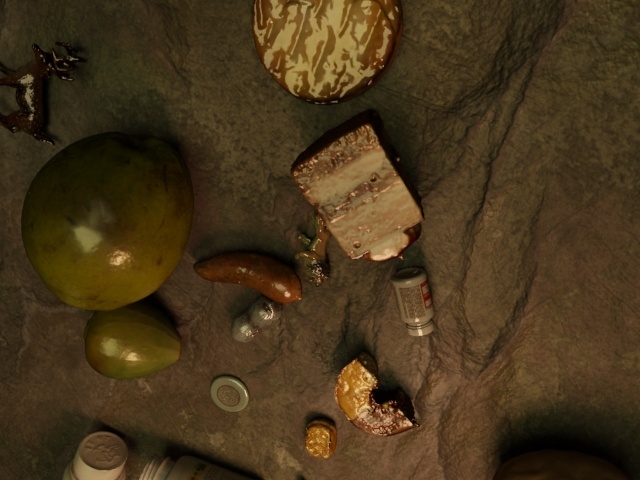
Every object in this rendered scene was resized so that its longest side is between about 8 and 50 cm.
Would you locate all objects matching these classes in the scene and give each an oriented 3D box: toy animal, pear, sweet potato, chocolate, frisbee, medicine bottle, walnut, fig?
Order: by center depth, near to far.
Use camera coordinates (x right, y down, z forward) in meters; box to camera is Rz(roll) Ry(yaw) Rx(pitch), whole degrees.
[{"bbox_3d":[0.547,0.640,1.162,0.380,0.381,0.382,4,109,12],"label":"walnut"},{"bbox_3d":[-0.462,-0.041,1.175,0.351,0.352,0.414,28,102,3],"label":"pear"},{"bbox_3d":[0.210,0.137,1.201,0.079,0.079,0.140,-11,105,16],"label":"medicine bottle"},{"bbox_3d":[-0.017,-0.003,1.218,0.086,0.069,0.220,-1,114,-9],"label":"toy animal"},{"bbox_3d":[-0.665,-0.354,1.256,0.259,0.087,0.244,12,124,7],"label":"toy animal"},{"bbox_3d":[-0.169,0.073,1.269,0.291,0.097,0.098,15,111,17],"label":"sweet potato"},{"bbox_3d":[-0.154,0.188,1.308,0.072,0.072,0.167,46,113,-4],"label":"chocolate"},{"bbox_3d":[-0.471,0.248,1.345,0.230,0.207,0.207,31,117,-35],"label":"fig"},{"bbox_3d":[-0.242,0.408,1.431,0.110,0.014,0.110,4,109,12],"label":"frisbee"},{"bbox_3d":[-0.323,0.685,1.453,0.323,0.179,0.124,19,111,6],"label":"medicine bottle"},{"bbox_3d":[-0.653,0.701,1.542,0.170,0.170,0.293,26,111,4],"label":"medicine bottle"}]

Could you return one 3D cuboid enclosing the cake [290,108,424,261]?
[{"bbox_3d":[0.098,-0.097,1.095,0.196,0.199,0.293,-31,103,15],"label":"cake"}]

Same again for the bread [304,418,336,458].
[{"bbox_3d":[0.000,0.512,1.394,0.083,0.044,0.111,6,112,12],"label":"bread"}]

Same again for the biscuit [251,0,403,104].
[{"bbox_3d":[0.012,-0.418,1.054,0.296,0.102,0.297,4,111,9],"label":"biscuit"}]

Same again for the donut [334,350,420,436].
[{"bbox_3d":[0.122,0.370,1.297,0.141,0.085,0.217,-35,96,21],"label":"donut"}]
